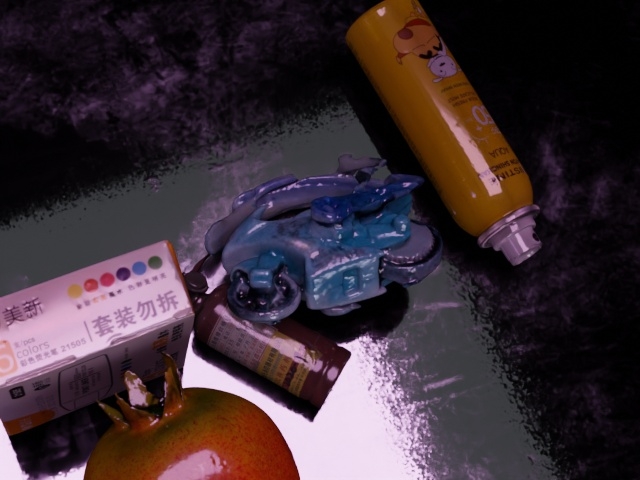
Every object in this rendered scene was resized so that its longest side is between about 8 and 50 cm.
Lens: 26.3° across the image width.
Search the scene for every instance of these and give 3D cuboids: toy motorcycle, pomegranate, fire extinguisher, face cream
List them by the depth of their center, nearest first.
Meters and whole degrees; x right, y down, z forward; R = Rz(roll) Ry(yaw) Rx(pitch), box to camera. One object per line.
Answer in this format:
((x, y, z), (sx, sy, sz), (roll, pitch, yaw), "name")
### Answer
((-0.138, 0.240, 1.405), (0.220, 0.221, 0.257), (-23, 106, -15), "pomegranate")
((0.000, 0.000, 1.554), (0.260, 0.154, 0.206), (-15, 43, -15), "toy motorcycle")
((-0.087, 0.094, 1.563), (0.252, 0.106, 0.075), (29, 108, 4), "fire extinguisher")
((0.158, -0.127, 1.647), (0.105, 0.105, 0.349), (-26, 76, -16), "face cream")

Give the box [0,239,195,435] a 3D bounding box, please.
((-0.246, 0.106, 1.421), (0.220, 0.274, 0.091), (-21, 77, -12), "box")
